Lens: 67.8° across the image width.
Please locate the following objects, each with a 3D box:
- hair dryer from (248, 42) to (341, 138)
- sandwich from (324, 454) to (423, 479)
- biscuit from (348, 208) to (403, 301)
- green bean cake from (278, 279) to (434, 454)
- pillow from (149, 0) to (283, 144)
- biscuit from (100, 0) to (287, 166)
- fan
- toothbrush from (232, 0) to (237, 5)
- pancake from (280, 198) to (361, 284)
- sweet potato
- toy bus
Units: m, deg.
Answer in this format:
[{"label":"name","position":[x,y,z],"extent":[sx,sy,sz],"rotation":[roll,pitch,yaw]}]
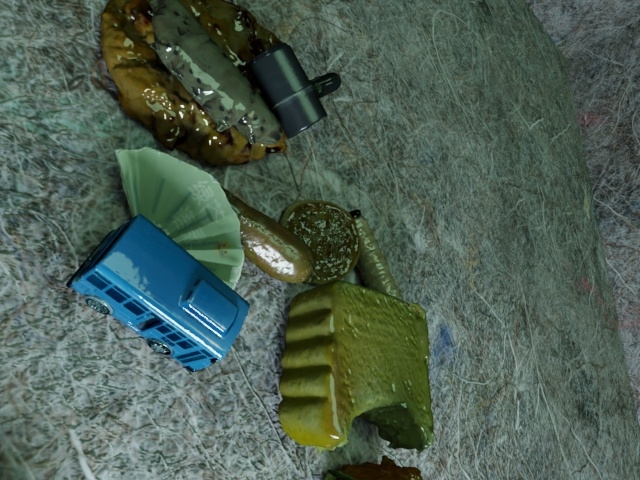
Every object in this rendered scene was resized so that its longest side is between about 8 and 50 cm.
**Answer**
[{"label":"hair dryer","position":[-0.016,-0.251,0.758],"extent":[0.124,0.071,0.219],"rotation":[62,36,-11]},{"label":"sandwich","position":[0.095,0.368,0.640],"extent":[0.160,0.185,0.109],"rotation":[9,75,-40]},{"label":"biscuit","position":[0.096,0.049,0.860],"extent":[0.055,0.061,0.219],"rotation":[-25,91,-3]},{"label":"green bean cake","position":[0.055,0.195,0.711],"extent":[0.236,0.124,0.232],"rotation":[23,58,-38]},{"label":"pillow","position":[-0.146,-0.211,0.623],"extent":[0.241,0.051,0.093],"rotation":[50,44,-17]},{"label":"biscuit","position":[-0.153,-0.256,0.721],"extent":[0.334,0.081,0.289],"rotation":[-10,80,-45]},{"label":"fan","position":[-0.172,-0.018,0.605],"extent":[0.131,0.009,0.240],"rotation":[-33,108,-16]},{"label":"toothbrush","position":[-0.166,-0.477,0.844],"extent":[0.022,0.017,0.204],"rotation":[11,66,-64]},{"label":"pancake","position":[0.000,0.000,0.790],"extent":[0.158,0.028,0.158],"rotation":[7,74,-27]},{"label":"sweet potato","position":[-0.114,-0.023,0.670],"extent":[0.273,0.075,0.075],"rotation":[37,50,-23]},{"label":"toy bus","position":[-0.174,0.066,0.546],"extent":[0.185,0.106,0.090],"rotation":[44,45,-24]}]
